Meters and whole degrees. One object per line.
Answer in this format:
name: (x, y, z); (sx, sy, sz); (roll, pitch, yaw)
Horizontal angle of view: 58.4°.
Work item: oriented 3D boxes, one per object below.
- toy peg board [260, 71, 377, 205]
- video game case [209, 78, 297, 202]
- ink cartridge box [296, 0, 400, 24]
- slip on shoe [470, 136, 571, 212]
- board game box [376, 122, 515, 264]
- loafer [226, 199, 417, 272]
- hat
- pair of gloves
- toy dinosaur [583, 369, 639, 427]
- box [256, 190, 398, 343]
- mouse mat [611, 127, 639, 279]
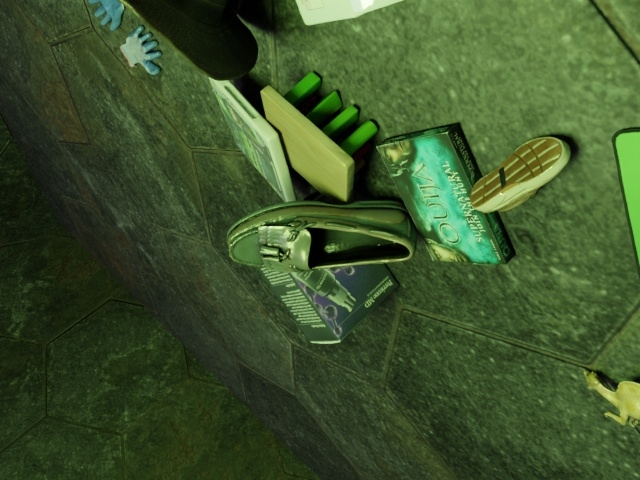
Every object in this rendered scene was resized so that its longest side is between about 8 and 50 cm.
toy peg board: (0.007, -0.142, 0.809); (0.161, 0.079, 0.160); (44, 168, 15)
video game case: (-0.106, -0.160, 0.913); (0.173, 0.022, 0.190); (50, 169, 25)
ink cartridge box: (0.038, -0.318, 0.549); (0.232, 0.066, 0.189); (19, 139, 52)
slip on shoe: (0.217, -0.064, 0.611); (0.041, 0.051, 0.135); (16, 150, -20)
board game box: (0.157, -0.052, 0.727); (0.126, 0.026, 0.186); (0, 124, 56)
loafer: (0.000, 0.000, 0.790); (0.084, 0.268, 0.096); (-95, -4, -52)
hat: (-0.157, -0.343, 0.661); (0.134, 0.331, 0.331); (-40, 89, 23)
pair of gloves: (-0.371, -0.404, 1.085); (0.159, 0.023, 0.198); (6, 129, 54)
toy dinosaur: (0.389, 0.201, 0.666); (0.183, 0.053, 0.092); (0, 123, 56)
box: (0.001, 0.043, 0.941); (0.207, 0.153, 0.108); (54, 152, -9)
mouse mat: (0.349, -0.018, 0.507); (0.153, 0.007, 0.189); (10, 131, 51)
